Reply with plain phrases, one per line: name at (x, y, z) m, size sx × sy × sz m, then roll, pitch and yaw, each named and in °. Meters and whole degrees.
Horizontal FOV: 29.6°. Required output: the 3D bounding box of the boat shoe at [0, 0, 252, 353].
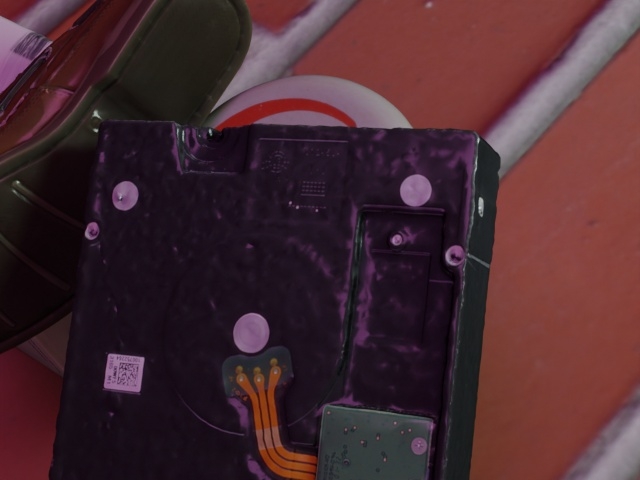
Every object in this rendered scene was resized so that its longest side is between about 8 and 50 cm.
boat shoe at (-0.169, -0.052, 0.789) m, size 0.307 × 0.110 × 0.104 m, roll -49°, pitch 37°, yaw -12°

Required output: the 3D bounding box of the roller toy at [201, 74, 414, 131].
roller toy at (0.000, 0.000, 0.812) m, size 0.209 × 0.146 × 0.191 m, roll -2°, pitch 66°, yaw 23°

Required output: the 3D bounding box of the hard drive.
hard drive at (-0.033, 0.105, 0.674) m, size 0.237 × 0.064 × 0.339 m, roll 3°, pitch 81°, yaw 22°

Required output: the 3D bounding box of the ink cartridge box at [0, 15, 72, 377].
ink cartridge box at (-0.237, -0.047, 0.919) m, size 0.273 × 0.115 × 0.198 m, roll 27°, pitch 68°, yaw 26°
